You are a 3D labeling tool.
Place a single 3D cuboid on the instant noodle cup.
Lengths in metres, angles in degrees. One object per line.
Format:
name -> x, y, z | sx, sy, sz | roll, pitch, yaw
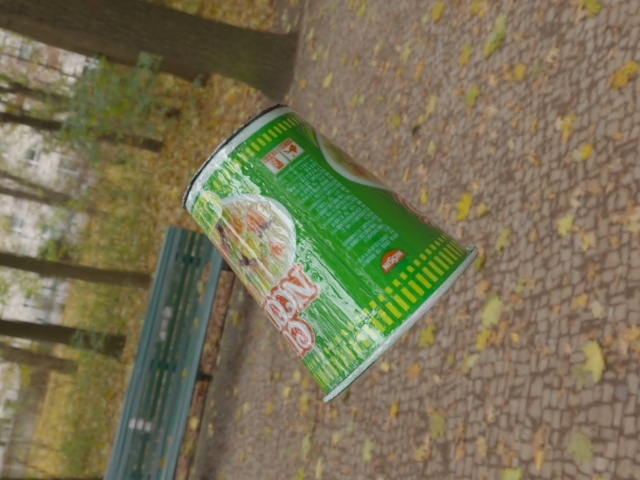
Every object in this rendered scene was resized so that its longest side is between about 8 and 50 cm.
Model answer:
instant noodle cup -> 0.000, 0.000, 0.778 | 0.207, 0.233, 0.207 | -44, -7, -7
